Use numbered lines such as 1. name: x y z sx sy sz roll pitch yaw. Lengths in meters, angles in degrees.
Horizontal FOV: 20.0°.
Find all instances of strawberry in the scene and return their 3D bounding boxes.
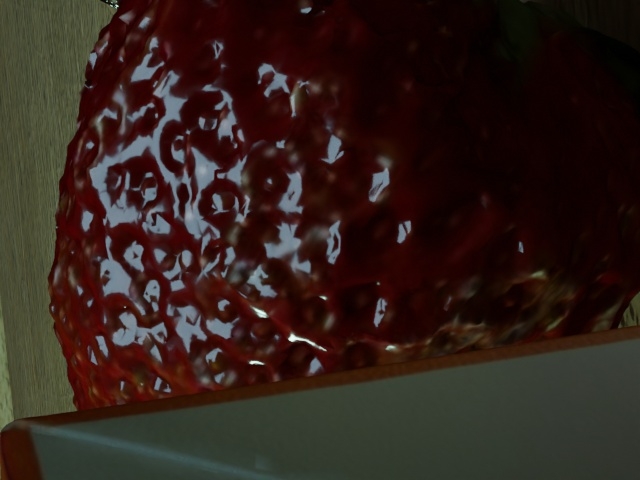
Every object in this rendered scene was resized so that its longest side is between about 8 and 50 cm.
1. strawberry: 0.000 0.000 0.765 0.277 0.257 0.257 -62 26 8

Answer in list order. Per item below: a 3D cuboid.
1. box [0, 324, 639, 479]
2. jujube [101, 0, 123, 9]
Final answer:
1. box: 0.089 0.233 0.538 0.348 0.318 0.257 -118 27 -47
2. jujube: -0.128 -0.236 1.401 0.166 0.104 0.104 -32 66 57
